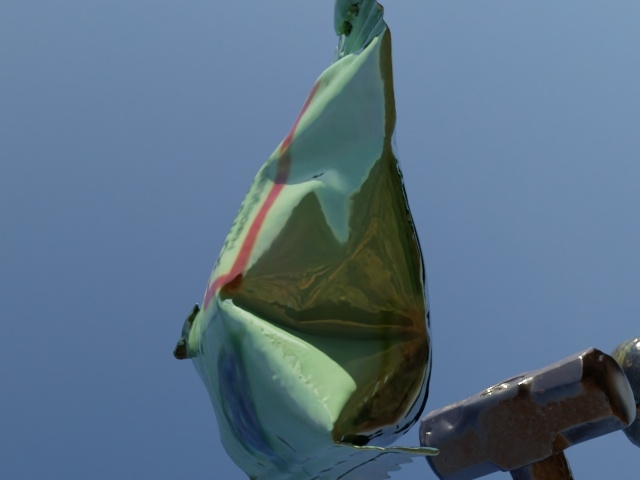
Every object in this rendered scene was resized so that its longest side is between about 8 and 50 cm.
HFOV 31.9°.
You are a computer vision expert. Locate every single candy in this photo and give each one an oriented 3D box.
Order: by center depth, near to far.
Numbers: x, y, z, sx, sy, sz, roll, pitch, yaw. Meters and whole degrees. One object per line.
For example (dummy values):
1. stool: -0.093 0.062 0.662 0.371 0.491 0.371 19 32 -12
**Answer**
1. candy: 0.007 0.001 0.872 0.172 0.263 0.398 14 -111 -15

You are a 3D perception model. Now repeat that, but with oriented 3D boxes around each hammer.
1. hammer: 0.286 0.345 1.271 0.095 0.242 0.409 -14 -99 -61

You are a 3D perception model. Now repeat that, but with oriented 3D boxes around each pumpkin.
1. pumpkin: 0.594 0.268 1.958 0.157 0.223 0.224 -15 -95 -17
